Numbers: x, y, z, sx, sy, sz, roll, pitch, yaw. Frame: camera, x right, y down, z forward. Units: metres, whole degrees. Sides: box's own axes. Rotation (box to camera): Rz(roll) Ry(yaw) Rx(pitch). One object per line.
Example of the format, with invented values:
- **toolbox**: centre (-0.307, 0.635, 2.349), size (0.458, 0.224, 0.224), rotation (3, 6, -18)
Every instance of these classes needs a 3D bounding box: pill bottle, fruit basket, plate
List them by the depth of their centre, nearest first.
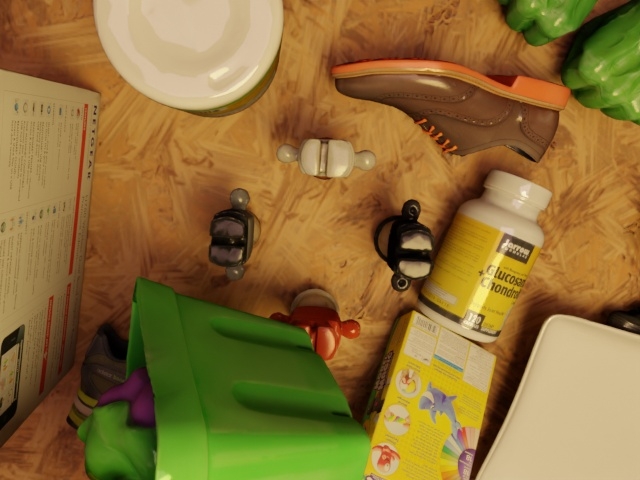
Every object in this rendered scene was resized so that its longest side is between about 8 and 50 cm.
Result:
- **fruit basket**: centre (-0.174, 0.242, 0.435), size (0.391, 0.283, 0.393), rotation (-8, 115, -17)
- **pill bottle**: centre (-0.104, -0.184, 0.511), size (0.136, 0.246, 0.137), rotation (-1, 100, -5)
- **pill bottle**: centre (0.193, 0.016, 0.647), size (0.103, 0.103, 0.184), rotation (22, 98, -9)
- **plate**: centre (0.360, 0.236, 0.718), size (0.277, 0.045, 0.278), rotation (14, 107, -6)

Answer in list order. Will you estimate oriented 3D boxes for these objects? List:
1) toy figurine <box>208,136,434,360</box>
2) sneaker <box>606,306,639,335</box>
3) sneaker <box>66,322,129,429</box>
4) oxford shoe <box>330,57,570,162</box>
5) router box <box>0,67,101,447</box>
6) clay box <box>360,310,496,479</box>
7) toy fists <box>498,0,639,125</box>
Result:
- **toy figurine**: centre (0.000, 0.000, 0.613), size (0.213, 0.148, 0.209), rotation (-43, 95, 6)
- **sneaker**: centre (0.452, 0.084, 0.712), size (0.170, 0.051, 0.089), rotation (13, 99, -12)
- **sneaker**: centre (-0.135, 0.163, 0.646), size (0.299, 0.111, 0.122), rotation (4, 96, -8)
- **oxford shoe**: centre (0.141, -0.144, 0.620), size (0.271, 0.097, 0.099), rotation (8, 105, -6)
- **router box**: centre (-0.300, 0.017, 0.504), size (0.082, 0.301, 0.336), rotation (9, 99, -6)
- **clay box**: centre (0.117, 0.210, 0.645), size (0.127, 0.053, 0.222), rotation (29, 63, -9)
- **toy fists**: centre (0.300, -0.245, 0.615), size (0.279, 0.096, 0.142), rotation (43, 85, -9)
